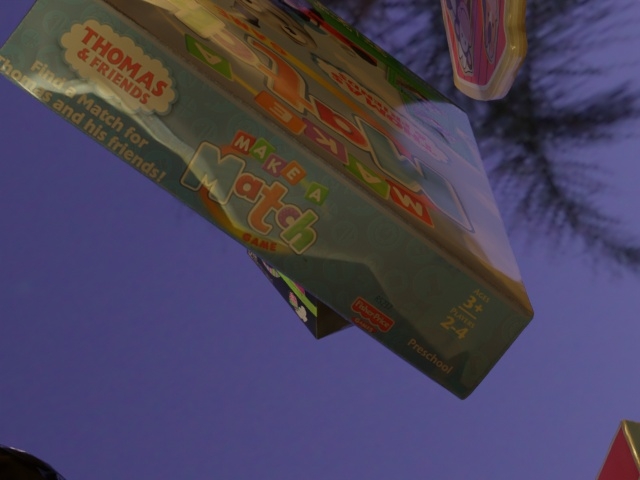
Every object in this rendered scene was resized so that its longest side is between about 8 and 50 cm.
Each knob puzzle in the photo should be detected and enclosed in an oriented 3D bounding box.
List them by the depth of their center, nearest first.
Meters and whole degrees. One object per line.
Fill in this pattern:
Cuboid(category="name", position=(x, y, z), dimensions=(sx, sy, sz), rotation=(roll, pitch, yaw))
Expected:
Cuboid(category="knob puzzle", position=(0.078, -0.163, 0.944), dimensions=(0.030, 0.213, 0.213), rotation=(-8, -108, -8))

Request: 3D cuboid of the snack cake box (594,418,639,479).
Cuboid(category="snack cake box", position=(0.205, 0.234, 0.931), dimensions=(0.089, 0.152, 0.264), rotation=(14, -158, -8))

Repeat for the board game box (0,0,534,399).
Cuboid(category="board game box", position=(-0.014, -0.047, 0.541), dimensions=(0.160, 0.039, 0.211), rotation=(36, -164, -13))

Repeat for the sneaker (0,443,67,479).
Cuboid(category="sneaker", position=(0.000, 0.247, 0.352), dimensions=(0.185, 0.202, 0.483), rotation=(-34, -102, -25))

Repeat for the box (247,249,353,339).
Cuboid(category="box", position=(0.000, 0.000, 0.892), dimensions=(0.052, 0.062, 0.083), rotation=(-19, -137, -21))
